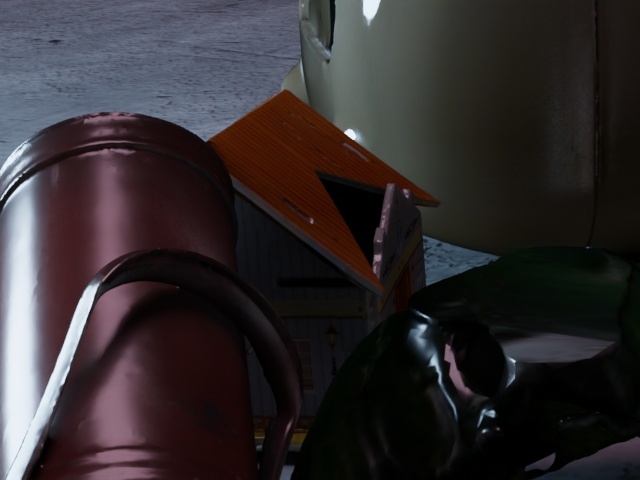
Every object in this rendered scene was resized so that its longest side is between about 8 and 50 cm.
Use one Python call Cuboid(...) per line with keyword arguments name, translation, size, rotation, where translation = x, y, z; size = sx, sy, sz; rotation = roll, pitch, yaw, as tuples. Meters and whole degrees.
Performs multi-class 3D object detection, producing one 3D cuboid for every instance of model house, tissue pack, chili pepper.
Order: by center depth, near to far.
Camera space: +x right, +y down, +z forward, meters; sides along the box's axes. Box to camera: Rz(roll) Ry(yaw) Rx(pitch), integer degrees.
Cuboid(name="chili pepper", translation=(0.117, 0.048, 0.549), size=(0.264, 0.116, 0.148), rotation=(-5, 31, 6))
Cuboid(name="model house", translation=(0.000, 0.000, 0.725), size=(0.207, 0.136, 0.219), rotation=(-2, 16, 15))
Cuboid(name="tissue pack", translation=(0.119, -0.143, 0.950), size=(0.276, 0.267, 0.387), rotation=(-2, 17, -6))

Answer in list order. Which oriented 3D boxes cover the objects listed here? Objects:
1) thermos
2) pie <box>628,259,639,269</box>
Cuboid(name="thermos", translation=(-0.069, 0.068, 0.523), size=(0.124, 0.099, 0.232), rotation=(-36, 39, 25))
Cuboid(name="pie", translation=(0.181, 0.026, 0.801), size=(0.085, 0.017, 0.085), rotation=(-5, 17, 2))
